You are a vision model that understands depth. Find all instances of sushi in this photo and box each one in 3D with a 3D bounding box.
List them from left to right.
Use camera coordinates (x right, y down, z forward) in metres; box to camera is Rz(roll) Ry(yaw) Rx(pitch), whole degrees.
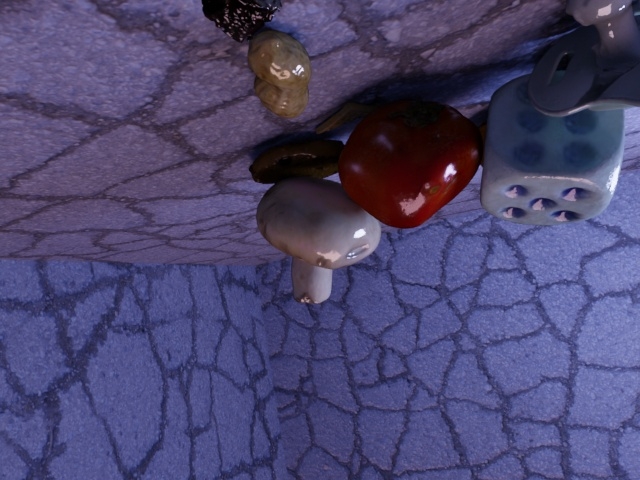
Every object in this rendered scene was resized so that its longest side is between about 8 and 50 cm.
[{"bbox_3d":[-0.104,-0.331,0.627,0.094,0.098,0.084,18,153,-31],"label":"sushi"}]

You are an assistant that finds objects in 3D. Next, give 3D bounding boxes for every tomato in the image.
[{"bbox_3d":[0.210,-0.186,1.123,0.325,0.293,0.289,-39,148,-34],"label":"tomato"}]

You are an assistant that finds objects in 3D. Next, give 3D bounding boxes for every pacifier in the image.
[{"bbox_3d":[0.516,-0.365,0.807,0.343,0.288,0.269,9,154,49],"label":"pacifier"}]

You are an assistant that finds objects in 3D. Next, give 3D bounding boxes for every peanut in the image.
[{"bbox_3d":[-0.069,-0.294,0.840,0.103,0.098,0.229,-36,171,-8],"label":"peanut"}]

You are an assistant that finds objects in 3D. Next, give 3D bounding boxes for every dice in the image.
[{"bbox_3d":[0.510,-0.201,1.061,0.265,0.268,0.262,7,160,19],"label":"dice"}]

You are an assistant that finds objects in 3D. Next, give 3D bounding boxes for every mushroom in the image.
[{"bbox_3d":[0.007,-0.033,1.325,0.353,0.353,0.325,-21,-154,49],"label":"mushroom"}]

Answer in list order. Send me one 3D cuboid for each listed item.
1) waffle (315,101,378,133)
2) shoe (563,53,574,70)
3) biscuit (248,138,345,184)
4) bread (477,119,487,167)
[{"bbox_3d":[0.064,-0.300,1.171,0.098,0.023,0.153,-2,167,-36],"label":"waffle"},{"bbox_3d":[0.610,-0.378,1.062,0.103,0.100,0.251,-16,167,26],"label":"shoe"},{"bbox_3d":[-0.058,-0.225,1.335,0.296,0.075,0.296,-9,173,-1],"label":"biscuit"},{"bbox_3d":[0.552,-0.305,1.343,0.232,0.135,0.246,-22,168,-3],"label":"bread"}]
